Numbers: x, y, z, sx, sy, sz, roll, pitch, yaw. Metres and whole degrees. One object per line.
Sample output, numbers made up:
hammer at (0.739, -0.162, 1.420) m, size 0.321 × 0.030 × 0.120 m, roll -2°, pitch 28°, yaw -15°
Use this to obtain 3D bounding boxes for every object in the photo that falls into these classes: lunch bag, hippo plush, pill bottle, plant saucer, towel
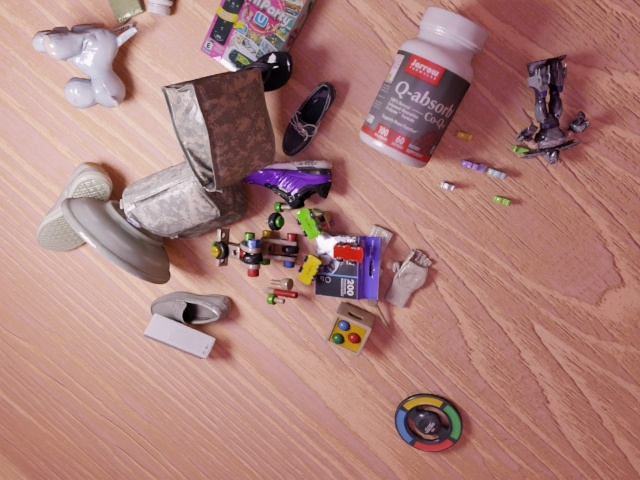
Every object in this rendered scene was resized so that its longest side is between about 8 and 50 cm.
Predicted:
lunch bag at (-0.257, -0.296, 1.184) m, size 0.169 × 0.235 × 0.287 m, roll 11°, pitch 124°, yaw 38°
lunch bag at (-0.420, -0.137, 1.353) m, size 0.305 × 0.256 × 0.212 m, roll -18°, pitch 77°, yaw 18°
hippo plush at (-0.722, -0.550, 1.395) m, size 0.294 × 0.234 × 0.236 m, roll -17°, pitch 126°, yaw -22°
pill bottle at (0.269, -0.396, 1.159) m, size 0.210 × 0.210 × 0.363 m, roll 27°, pitch 110°, yaw 5°
plant saucer at (-0.623, -0.025, 1.412) m, size 0.400 × 0.400 × 0.100 m, roll 42°, pitch 88°, yaw 0°
pill bottle at (-0.482, -0.754, 1.314) m, size 0.078 × 0.078 × 0.137 m, roll 14°, pitch 108°, yaw 10°
towel at (-0.620, -0.771, 1.371) m, size 0.110 × 0.027 × 0.148 m, roll -17°, pitch 100°, yaw 17°

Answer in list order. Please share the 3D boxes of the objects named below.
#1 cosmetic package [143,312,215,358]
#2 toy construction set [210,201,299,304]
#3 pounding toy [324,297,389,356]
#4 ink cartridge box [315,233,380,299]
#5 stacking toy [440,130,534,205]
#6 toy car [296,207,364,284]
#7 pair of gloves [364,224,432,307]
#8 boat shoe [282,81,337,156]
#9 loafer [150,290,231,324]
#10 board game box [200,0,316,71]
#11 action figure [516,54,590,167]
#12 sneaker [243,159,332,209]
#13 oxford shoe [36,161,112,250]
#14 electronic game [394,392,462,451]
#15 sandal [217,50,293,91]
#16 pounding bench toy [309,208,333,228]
cosmetic package at (-0.507, 0.346, 1.569) m, size 0.231 × 0.085 × 0.117 m, roll 29°, pitch 155°, yaw -15°
toy construction set at (-0.217, 0.062, 1.433) m, size 0.237 × 0.257 × 0.309 m, roll 4°, pitch 123°, yaw 30°
pounding toy at (0.133, 0.274, 1.431) m, size 0.181 × 0.094 × 0.206 m, roll 23°, pitch 117°, yaw 7°
ink cartridge box at (0.084, 0.084, 1.394) m, size 0.208 × 0.045 × 0.206 m, roll 3°, pitch 96°, yaw 23°
stacking toy at (0.467, -0.204, 1.248) m, size 0.221 × 0.052 × 0.167 m, roll 18°, pitch 109°, yaw 8°
toy car at (0.000, 0.000, 1.358) m, size 0.239 × 0.053 × 0.225 m, roll -26°, pitch 93°, yaw 24°
pair of gloves at (0.220, 0.088, 1.397) m, size 0.240 × 0.042 × 0.204 m, roll 33°, pitch 111°, yaw 2°
boat shoe at (-0.041, -0.360, 1.315) m, size 0.095 × 0.079 × 0.254 m, roll 42°, pitch 111°, yaw -1°
loafer at (-0.482, 0.249, 1.578) m, size 0.319 × 0.111 × 0.112 m, roll -6°, pitch 106°, yaw 16°
board game box at (-0.181, -0.630, 1.266) m, size 0.224 × 0.097 × 0.303 m, roll 34°, pitch 110°, yaw 2°
action figure at (0.600, -0.327, 1.148) m, size 0.185 × 0.099 × 0.285 m, roll -16°, pitch 106°, yaw -8°
sneaker at (-0.107, -0.168, 1.359) m, size 0.293 × 0.102 × 0.146 m, roll -1°, pitch 92°, yaw 15°
oxford shoe at (-0.881, -0.115, 1.577) m, size 0.449 × 0.169 × 0.130 m, roll -42°, pitch 49°, yaw 28°
electronic game at (0.371, 0.631, 1.510) m, size 0.229 × 0.048 × 0.229 m, roll 4°, pitch 106°, yaw 13°
sandal at (-0.193, -0.458, 1.239) m, size 0.254 × 0.054 × 0.097 m, roll -13°, pitch 106°, yaw 22°
pounding bench toy at (0.000, -0.073, 1.400) m, size 0.065 × 0.052 × 0.083 m, roll -20°, pitch 100°, yaw 18°
